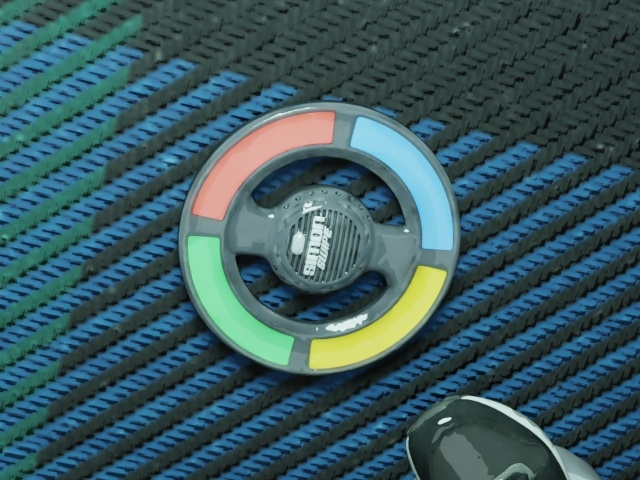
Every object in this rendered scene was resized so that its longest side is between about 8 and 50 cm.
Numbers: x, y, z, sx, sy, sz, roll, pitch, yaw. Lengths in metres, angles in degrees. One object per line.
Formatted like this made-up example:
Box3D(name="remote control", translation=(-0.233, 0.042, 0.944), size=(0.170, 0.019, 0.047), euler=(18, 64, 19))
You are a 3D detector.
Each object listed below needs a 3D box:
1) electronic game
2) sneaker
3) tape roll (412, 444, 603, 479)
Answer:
Box3D(name="electronic game", translation=(0.000, 0.000, 1.333), size=(0.229, 0.048, 0.229), euler=(-2, 107, -8))
Box3D(name="sneaker", translation=(0.180, 0.243, 1.315), size=(0.107, 0.124, 0.283), euler=(-39, 108, 3))
Box3D(name="tape roll", translation=(0.163, 0.281, 1.428), size=(0.219, 0.072, 0.219), euler=(-3, 107, -9))
